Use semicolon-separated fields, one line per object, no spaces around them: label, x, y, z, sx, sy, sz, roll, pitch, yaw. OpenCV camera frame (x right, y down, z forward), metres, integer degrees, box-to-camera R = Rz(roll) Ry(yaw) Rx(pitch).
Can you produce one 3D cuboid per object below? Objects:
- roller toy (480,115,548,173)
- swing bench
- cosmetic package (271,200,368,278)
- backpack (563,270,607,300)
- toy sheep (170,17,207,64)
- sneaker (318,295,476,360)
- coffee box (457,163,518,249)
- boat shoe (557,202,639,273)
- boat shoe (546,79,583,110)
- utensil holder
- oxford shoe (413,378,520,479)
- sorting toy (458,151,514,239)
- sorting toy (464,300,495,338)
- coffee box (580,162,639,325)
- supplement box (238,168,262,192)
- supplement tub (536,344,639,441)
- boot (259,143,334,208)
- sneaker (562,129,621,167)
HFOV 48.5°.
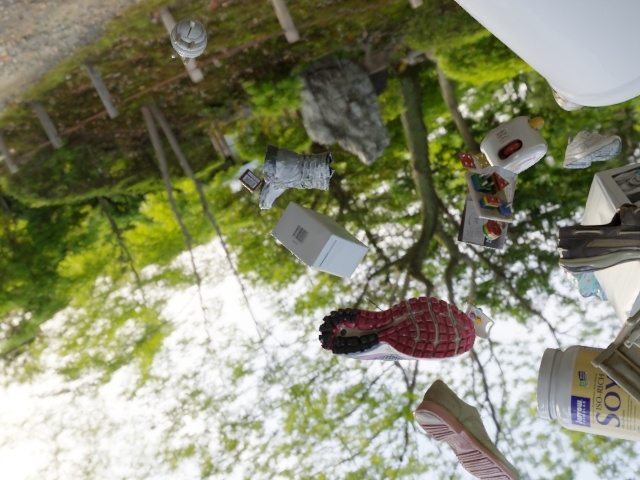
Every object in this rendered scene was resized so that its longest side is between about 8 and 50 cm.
roller toy;0.635;-0.314;2.344;0.191;0.146;0.209;-21;163;-20
swing bench;0.784;0.269;1.575;0.165;0.253;0.255;-36;154;-19
cosmetic package;0.000;0.000;2.375;0.224;0.224;0.138;39;-79;36
backpack;0.994;0.097;2.493;0.253;0.225;0.191;-3;-141;-20
toy sheep;-0.299;-0.460;1.615;0.091;0.091;0.132;-31;178;-28
sneaker;0.151;0.175;1.373;0.299;0.121;0.112;-1;162;22
coffee box;0.522;-0.103;2.214;0.098;0.247;0.141;13;-178;41
boat shoe;0.725;-0.020;1.641;0.355;0.130;0.132;-14;-176;4
boat shoe;0.608;-0.506;1.828;0.121;0.341;0.110;-24;168;23
utensil holder;0.426;-0.464;1.220;0.327;0.385;0.328;-33;-135;39
oxford shoe;0.443;0.556;2.022;0.140;0.397;0.147;-28;-160;49
sorting toy;0.450;-0.129;1.854;0.132;0.275;0.046;7;149;-36
sorting toy;0.356;0.185;1.610;0.075;0.083;0.044;35;-144;27
coffee box;0.987;-0.004;2.041;0.334;0.338;0.338;-14;-126;-1
supplement box;-0.193;-0.165;1.948;0.043;0.055;0.083;-50;-170;0
supplement tub;0.791;0.419;1.971;0.331;0.241;0.241;3;-155;30
boot;-0.056;-0.133;1.652;0.161;0.084;0.246;9;155;-4
sneaker;0.966;-0.342;2.551;0.110;0.130;0.297;1;175;-15
